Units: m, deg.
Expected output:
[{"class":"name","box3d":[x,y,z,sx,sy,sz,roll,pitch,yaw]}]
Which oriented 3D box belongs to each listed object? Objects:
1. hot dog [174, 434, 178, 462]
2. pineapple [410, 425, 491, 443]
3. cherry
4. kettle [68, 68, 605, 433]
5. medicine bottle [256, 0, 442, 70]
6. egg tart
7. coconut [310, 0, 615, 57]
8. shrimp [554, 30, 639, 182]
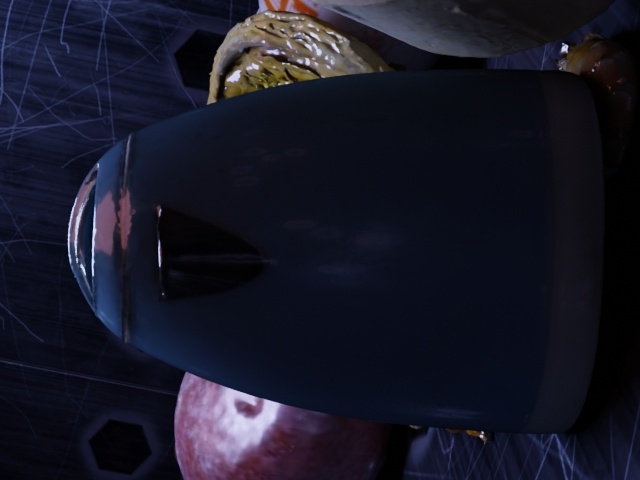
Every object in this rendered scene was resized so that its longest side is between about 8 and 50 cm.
[{"class":"hot dog","box3d":[-0.101,0.200,2.637,0.349,0.158,0.117,104,-169,-45]},{"class":"pineapple","box3d":[0.062,0.107,1.640,0.233,0.135,0.079,-164,85,-81]},{"class":"cherry","box3d":[-0.035,0.178,1.963,0.285,0.213,0.236,-25,71,52]},{"class":"kettle","box3d":[0.000,0.000,1.377,0.319,0.342,0.247,-119,31,-85]},{"class":"medicine bottle","box3d":[0.048,-0.277,2.020,0.211,0.211,0.371,-86,11,-45]},{"class":"egg tart","box3d":[0.020,-0.107,1.960,0.107,0.291,0.291,-44,-18,-41]},{"class":"coconut","box3d":[0.086,-0.277,1.335,0.323,0.323,0.323,-168,90,-82]},{"class":"shrimp","box3d":[0.194,-0.099,1.390,0.180,0.041,0.099,-104,12,-70]}]
